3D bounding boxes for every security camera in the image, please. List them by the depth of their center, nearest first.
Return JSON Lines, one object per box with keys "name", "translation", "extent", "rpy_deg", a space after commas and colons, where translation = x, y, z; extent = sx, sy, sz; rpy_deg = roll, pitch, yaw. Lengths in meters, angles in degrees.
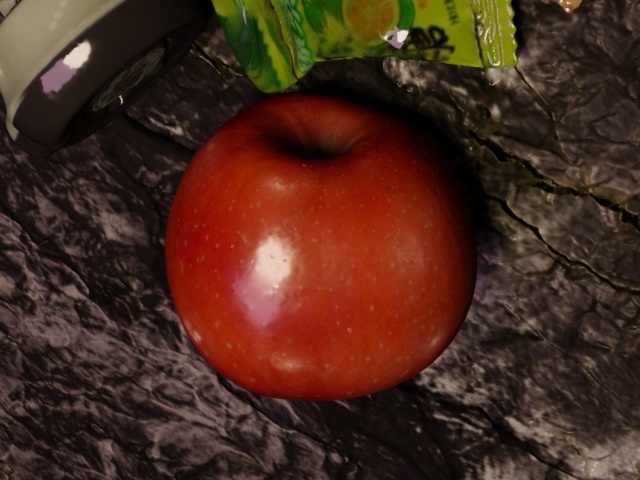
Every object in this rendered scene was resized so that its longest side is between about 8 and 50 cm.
{"name": "security camera", "translation": [-0.247, -0.235, 1.549], "extent": [0.277, 0.197, 0.191], "rpy_deg": [49, 156, 4]}

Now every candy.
{"name": "candy", "translation": [0.037, -0.190, 1.439], "extent": [0.246, 0.069, 0.149], "rpy_deg": [0, 126, 29]}

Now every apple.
{"name": "apple", "translation": [0.000, 0.000, 1.515], "extent": [0.260, 0.260, 0.216], "rpy_deg": [16, 127, 27]}

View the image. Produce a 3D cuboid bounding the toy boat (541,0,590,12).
{"name": "toy boat", "translation": [0.051, -0.245, 1.329], "extent": [0.321, 0.089, 0.121], "rpy_deg": [28, 109, 12]}
